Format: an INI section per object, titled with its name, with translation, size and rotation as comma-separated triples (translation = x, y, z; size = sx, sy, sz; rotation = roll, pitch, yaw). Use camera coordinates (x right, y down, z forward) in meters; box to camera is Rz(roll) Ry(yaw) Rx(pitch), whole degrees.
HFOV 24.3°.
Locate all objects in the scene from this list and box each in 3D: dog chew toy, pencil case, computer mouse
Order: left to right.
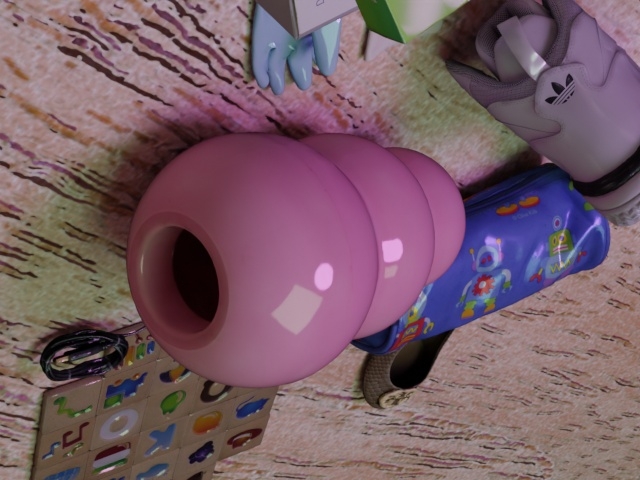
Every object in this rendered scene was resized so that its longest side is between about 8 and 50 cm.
[computer mouse]
translation = -0.136, 0.076, 1.331
size = 0.242, 0.041, 0.071
rotation = -23, 136, -26
[dog chew toy]
translation = 0.000, 0.000, 1.246
size = 0.332, 0.206, 0.206
rotation = -16, 144, -47
[pencil case]
translation = 0.149, 0.012, 1.489
size = 0.306, 0.119, 0.133
rotation = -20, 135, -28

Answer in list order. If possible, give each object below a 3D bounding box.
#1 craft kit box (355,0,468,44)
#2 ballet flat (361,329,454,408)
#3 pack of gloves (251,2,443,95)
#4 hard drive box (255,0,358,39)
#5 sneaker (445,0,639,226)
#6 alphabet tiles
[craft kit box]
translation = 0.089, -0.289, 0.903
size = 0.247, 0.061, 0.250
rotation = -34, 121, -10
[ballet flat]
translation = 0.116, 0.109, 1.642
size = 0.084, 0.058, 0.250
rotation = -9, 139, -39
[pack of gloves]
translation = 0.041, -0.206, 1.150
size = 0.195, 0.046, 0.232
rotation = -24, 147, -22
[hard drive box]
translation = 0.048, -0.271, 1.004
size = 0.232, 0.089, 0.181
rotation = -29, 140, -18
[sneaker]
translation = 0.235, -0.141, 1.368
size = 0.137, 0.210, 0.366
rotation = -45, -176, 12
[alphabet tiles]
translation = -0.158, 0.181, 1.494
size = 0.285, 0.011, 0.342
rotation = -18, 144, -32
